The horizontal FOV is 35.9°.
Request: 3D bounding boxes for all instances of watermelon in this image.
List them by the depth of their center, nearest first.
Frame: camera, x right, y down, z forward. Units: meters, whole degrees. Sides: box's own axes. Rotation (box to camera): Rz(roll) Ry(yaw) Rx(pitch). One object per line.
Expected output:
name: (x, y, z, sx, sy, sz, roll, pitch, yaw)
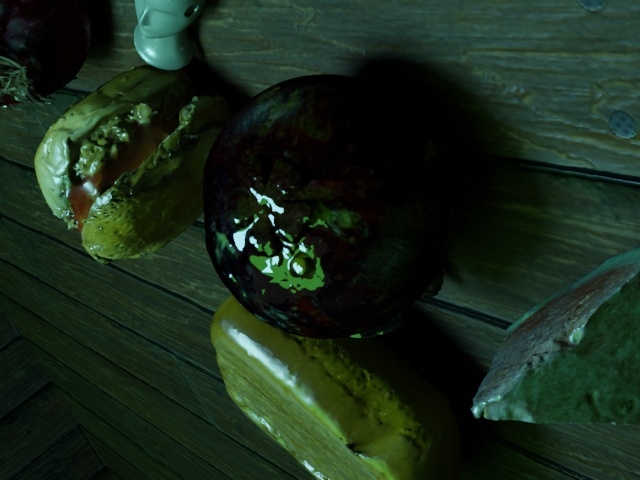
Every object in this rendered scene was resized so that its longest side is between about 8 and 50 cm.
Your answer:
watermelon: (0.195, 0.068, 0.769, 0.207, 0.202, 0.136, 3, 87, 55)

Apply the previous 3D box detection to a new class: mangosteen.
mangosteen: (0.025, -0.020, 0.892, 0.231, 0.231, 0.289, 35, -175, 32)

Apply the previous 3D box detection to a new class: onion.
onion: (-0.435, -0.301, 1.216, 0.314, 0.232, 0.314, 2, 153, 1)

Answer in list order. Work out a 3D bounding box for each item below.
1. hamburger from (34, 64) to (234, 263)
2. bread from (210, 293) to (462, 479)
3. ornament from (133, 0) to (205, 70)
hamburger: (-0.211, -0.093, 1.132, 0.163, 0.244, 0.244, 49, 155, 13)
bread: (0.027, 0.180, 1.147, 0.337, 0.148, 0.328, 38, 160, 18)
ornament: (-0.158, -0.239, 1.022, 0.075, 0.081, 0.156, 45, 159, 2)
